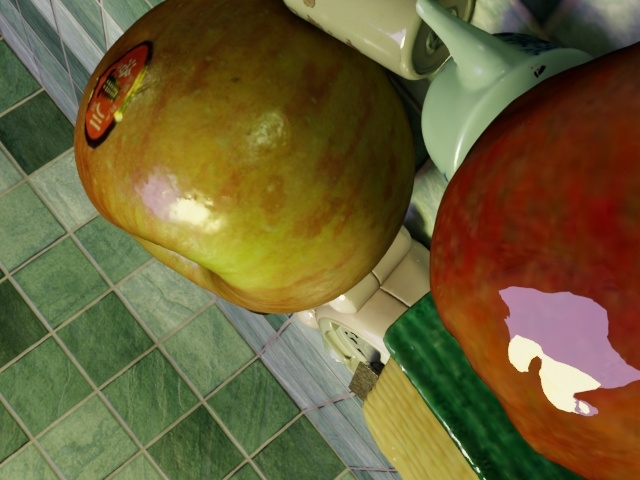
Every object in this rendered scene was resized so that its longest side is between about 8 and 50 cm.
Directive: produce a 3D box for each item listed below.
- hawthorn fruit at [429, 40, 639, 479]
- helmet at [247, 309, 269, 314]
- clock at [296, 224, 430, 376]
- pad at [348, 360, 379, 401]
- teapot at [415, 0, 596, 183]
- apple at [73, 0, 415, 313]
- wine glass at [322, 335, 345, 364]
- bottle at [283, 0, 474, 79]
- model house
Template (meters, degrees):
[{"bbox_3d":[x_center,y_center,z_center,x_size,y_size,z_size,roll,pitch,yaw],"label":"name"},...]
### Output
[{"bbox_3d":[0.239,0.008,0.512,0.308,0.324,0.308,47,-154,-32],"label":"hawthorn fruit"},{"bbox_3d":[-0.073,-0.043,1.275,0.177,0.306,0.225,-27,144,36],"label":"helmet"},{"bbox_3d":[0.140,0.155,1.185,0.326,0.184,0.342,48,169,1],"label":"clock"},{"bbox_3d":[0.109,0.256,1.219,0.158,0.003,0.235,40,164,12],"label":"pad"},{"bbox_3d":[0.154,-0.110,0.699,0.159,0.159,0.232,35,168,43],"label":"teapot"},{"bbox_3d":[-0.079,-0.110,0.940,0.400,0.334,0.400,31,170,6],"label":"apple"},{"bbox_3d":[0.060,0.138,1.448,0.122,0.122,0.183,44,158,23],"label":"wine glass"},{"bbox_3d":[0.023,-0.250,0.759,0.233,0.110,0.110,37,157,24],"label":"bottle"},{"bbox_3d":[0.262,0.198,0.795,0.382,0.334,0.343,50,153,22],"label":"model house"}]
